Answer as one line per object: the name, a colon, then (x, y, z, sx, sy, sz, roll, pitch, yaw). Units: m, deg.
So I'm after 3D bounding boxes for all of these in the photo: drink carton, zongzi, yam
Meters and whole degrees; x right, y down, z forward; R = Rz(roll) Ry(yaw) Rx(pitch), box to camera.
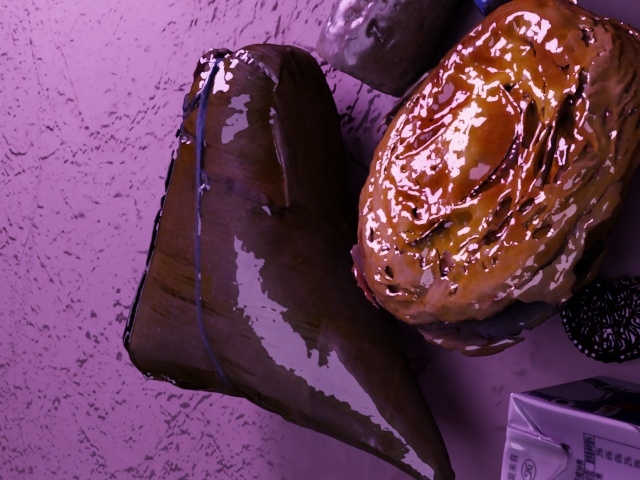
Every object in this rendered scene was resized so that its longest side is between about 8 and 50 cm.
drink carton: (0.251, 0.169, 0.650, 0.222, 0.134, 0.102, 9, 98, 44)
zongzi: (0.000, 0.000, 0.870, 0.393, 0.174, 0.356, 16, 97, 42)
yam: (0.079, -0.233, 0.840, 0.107, 0.107, 0.194, 44, 118, 35)

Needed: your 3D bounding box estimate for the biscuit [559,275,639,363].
biscuit: (0.232, 0.055, 0.743, 0.087, 0.027, 0.089, 50, 123, 31)

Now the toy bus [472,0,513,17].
toy bus: (0.184, -0.242, 0.763, 0.153, 0.061, 0.051, -34, 71, 27)

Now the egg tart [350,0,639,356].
egg tart: (0.150, -0.046, 0.750, 0.297, 0.132, 0.297, -27, 49, 36)
